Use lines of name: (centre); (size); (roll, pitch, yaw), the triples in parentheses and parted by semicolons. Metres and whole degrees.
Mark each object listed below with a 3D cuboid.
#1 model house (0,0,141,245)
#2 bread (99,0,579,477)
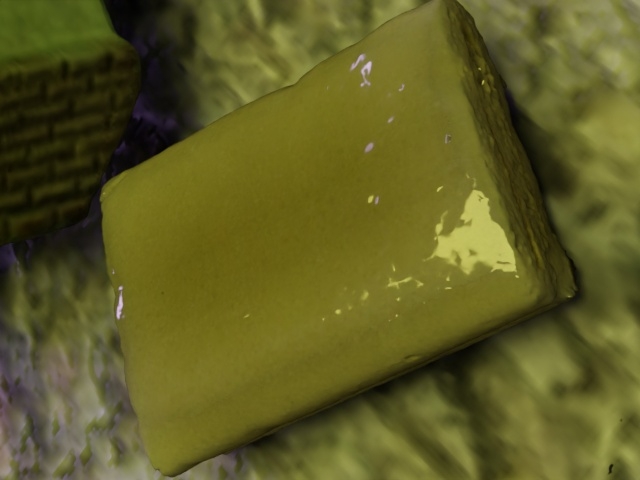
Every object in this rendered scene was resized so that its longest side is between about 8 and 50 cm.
model house: (-0.177, -0.078, 0.689); (0.214, 0.195, 0.189); (-25, 82, 55)
bread: (0.000, 0.001, 0.592); (0.178, 0.060, 0.139); (-26, 62, 27)
